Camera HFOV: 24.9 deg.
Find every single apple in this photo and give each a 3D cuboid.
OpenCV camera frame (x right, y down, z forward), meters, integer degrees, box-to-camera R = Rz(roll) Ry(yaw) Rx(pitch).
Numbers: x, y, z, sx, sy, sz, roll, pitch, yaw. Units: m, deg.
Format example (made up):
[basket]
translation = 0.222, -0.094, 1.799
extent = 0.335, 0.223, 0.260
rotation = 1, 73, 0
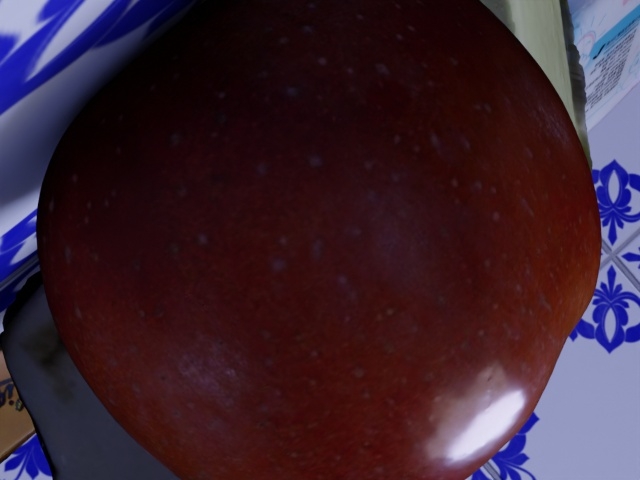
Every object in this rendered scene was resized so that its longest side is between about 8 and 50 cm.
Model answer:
[apple]
translation = 0.000, 0.000, 0.580
extent = 0.218, 0.201, 0.218
rotation = -48, -179, 2

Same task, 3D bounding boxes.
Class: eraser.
[eraser]
translation = 0.094, -0.095, 0.750
extent = 0.058, 0.172, 0.117
rotation = -5, -163, 24

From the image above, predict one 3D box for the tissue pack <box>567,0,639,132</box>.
[tissue pack]
translation = 0.186, -0.174, 1.117
extent = 0.271, 0.124, 0.201
rotation = -40, 158, -31

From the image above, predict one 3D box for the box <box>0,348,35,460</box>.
[box]
translation = -0.291, 0.168, 1.112
extent = 0.237, 0.070, 0.152
rotation = -42, 178, 42

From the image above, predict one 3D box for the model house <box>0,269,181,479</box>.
[model house]
translation = 0.001, 0.051, 0.880
extent = 0.297, 0.317, 0.282
rotation = -27, -179, 23
